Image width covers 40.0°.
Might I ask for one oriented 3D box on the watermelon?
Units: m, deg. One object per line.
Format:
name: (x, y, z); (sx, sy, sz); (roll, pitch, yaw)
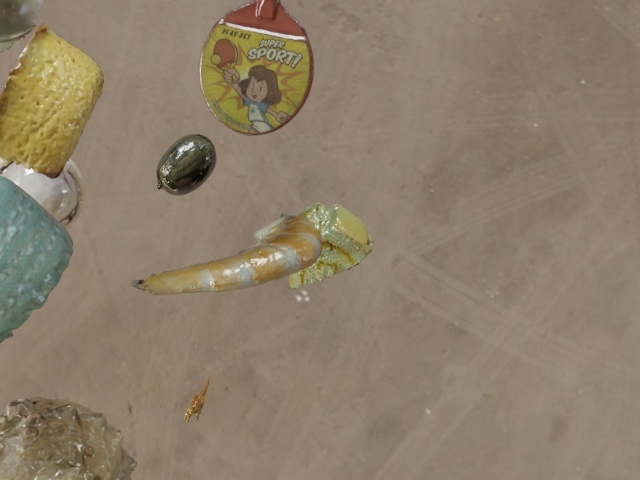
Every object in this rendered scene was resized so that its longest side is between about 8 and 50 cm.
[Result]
watermelon: (-0.207, -0.115, 1.354); (0.078, 0.078, 0.110); (46, 74, -26)

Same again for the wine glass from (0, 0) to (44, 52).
wine glass: (-0.555, -0.498, 1.438); (0.238, 0.238, 0.323); (-9, 149, -17)

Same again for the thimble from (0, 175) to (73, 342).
thimble: (-0.428, 0.025, 1.131); (0.198, 0.235, 0.143); (-47, 116, -5)

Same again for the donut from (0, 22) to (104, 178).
donut: (-0.272, -0.135, 0.880); (0.085, 0.217, 0.141); (26, 100, -17)

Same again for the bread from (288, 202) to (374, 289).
bread: (-0.006, 0.001, 1.423); (0.156, 0.103, 0.110); (-26, 118, 20)

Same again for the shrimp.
shrimp: (-0.099, 0.031, 1.232); (0.287, 0.185, 0.068); (-27, 107, -35)

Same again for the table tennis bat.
table tennis bat: (-0.103, -0.335, 1.520); (0.201, 0.038, 0.310); (11, 101, 1)

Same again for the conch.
conch: (-0.390, 0.324, 1.286); (0.297, 0.352, 0.210); (27, 95, -38)

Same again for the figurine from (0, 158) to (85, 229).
figurine: (-0.490, -0.065, 1.485); (0.163, 0.141, 0.236); (29, 115, -24)

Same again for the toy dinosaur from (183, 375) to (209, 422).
toy dinosaur: (-0.224, 0.296, 1.609); (0.026, 0.113, 0.041); (21, 127, 5)
